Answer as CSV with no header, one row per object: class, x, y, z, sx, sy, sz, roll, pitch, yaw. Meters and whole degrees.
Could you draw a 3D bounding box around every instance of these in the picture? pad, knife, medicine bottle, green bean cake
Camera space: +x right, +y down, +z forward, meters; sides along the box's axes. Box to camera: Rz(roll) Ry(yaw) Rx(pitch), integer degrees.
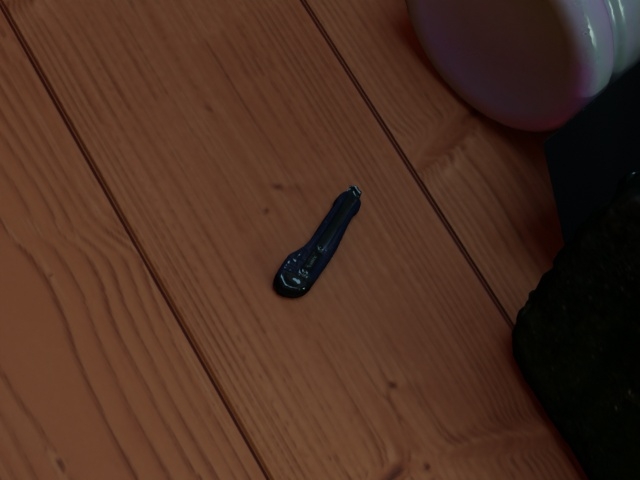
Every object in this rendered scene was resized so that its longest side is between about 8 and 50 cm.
pad,0.280,-0.077,1.241,0.245,0.170,0.006,-39,38,-28
knife,0.000,0.000,1.186,0.031,0.018,0.121,33,58,0
medicine bottle,0.251,-0.262,1.280,0.325,0.212,0.212,-38,79,-29
green bean cake,0.308,0.105,1.056,0.169,0.300,0.307,-22,71,-24
